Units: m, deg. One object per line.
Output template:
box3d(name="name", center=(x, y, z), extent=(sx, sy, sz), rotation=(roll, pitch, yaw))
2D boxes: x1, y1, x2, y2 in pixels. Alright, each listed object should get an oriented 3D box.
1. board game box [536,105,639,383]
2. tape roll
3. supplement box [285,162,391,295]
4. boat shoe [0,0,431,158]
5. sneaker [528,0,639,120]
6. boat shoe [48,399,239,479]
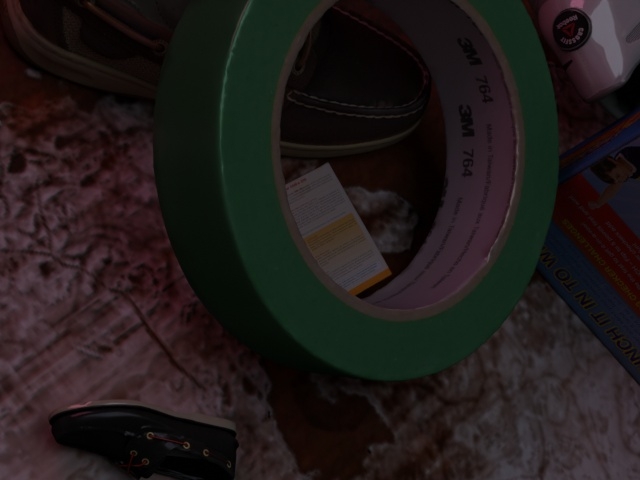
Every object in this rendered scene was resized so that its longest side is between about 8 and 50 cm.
box3d(name="board game box", center=(0.339, 0.020, 1.057), extent=(0.308, 0.302, 0.086), rotation=(48, 55, -6))
box3d(name="tape roll", center=(0.036, -0.065, 0.964), extent=(0.321, 0.077, 0.321), rotation=(-1, 91, -40))
box3d(name="supplement box", center=(0.000, 0.000, 1.030), extent=(0.062, 0.036, 0.098), rotation=(-28, 88, -36))
box3d(name="boat shoe", center=(-0.052, -0.153, 1.009), extent=(0.342, 0.123, 0.123), rotation=(15, 64, -24))
box3d(name="sneaker", center=(0.303, -0.152, 1.198), extent=(0.330, 0.122, 0.146), rotation=(0, 70, -43))
box3d(name="boat shoe", center=(-0.113, 0.133, 0.902), extent=(0.133, 0.049, 0.042), rotation=(15, 56, -30))
